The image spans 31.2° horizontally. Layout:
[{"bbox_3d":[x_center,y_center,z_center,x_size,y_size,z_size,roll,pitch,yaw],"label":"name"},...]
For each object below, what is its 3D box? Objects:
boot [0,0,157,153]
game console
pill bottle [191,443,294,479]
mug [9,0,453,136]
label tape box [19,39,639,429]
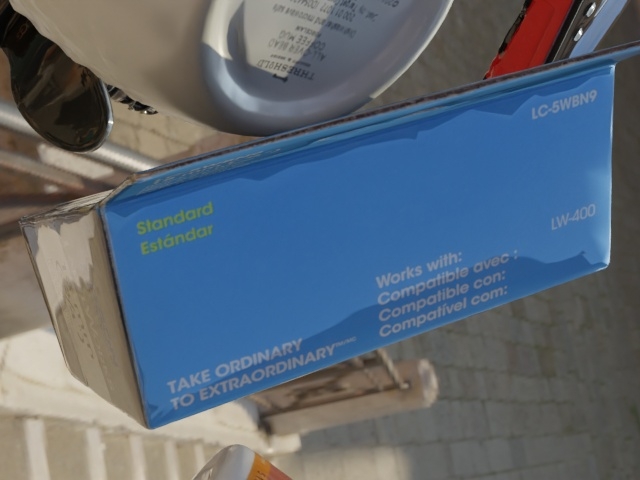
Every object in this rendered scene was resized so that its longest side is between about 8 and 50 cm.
[{"bbox_3d":[-0.229,-0.173,1.185,0.263,0.091,0.229,54,16,25],"label":"boot"},{"bbox_3d":[0.238,-0.229,0.920,0.060,0.342,0.386,34,59,6],"label":"game console"},{"bbox_3d":[-0.001,0.228,0.681,0.216,0.121,0.121,37,32,-5],"label":"pill bottle"},{"bbox_3d":[-0.102,-0.236,0.622,0.328,0.276,0.374,51,14,31],"label":"mug"},{"bbox_3d":[0.000,0.000,0.556,0.333,0.240,0.106,178,-104,-70],"label":"label tape box"}]
